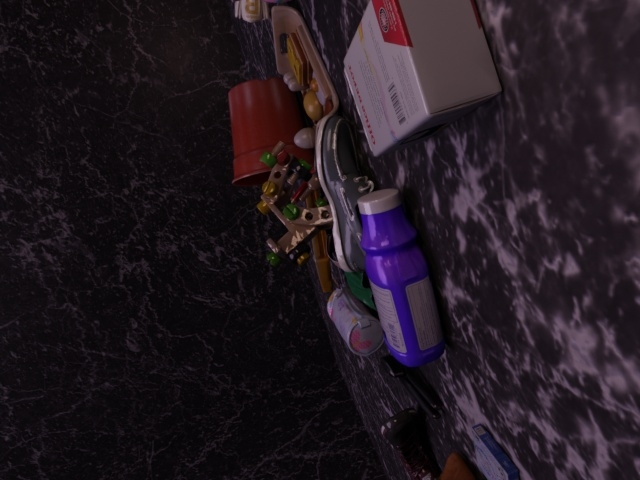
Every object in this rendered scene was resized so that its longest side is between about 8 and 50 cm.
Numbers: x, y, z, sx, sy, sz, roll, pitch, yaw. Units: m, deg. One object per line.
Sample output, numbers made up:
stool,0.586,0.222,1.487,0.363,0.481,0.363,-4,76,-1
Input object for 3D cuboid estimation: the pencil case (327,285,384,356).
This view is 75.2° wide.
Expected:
pencil case,0.101,0.235,1.249,0.273,0.113,0.124,-130,42,-72

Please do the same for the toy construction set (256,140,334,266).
toy construction set,-0.075,-0.068,1.056,0.257,0.237,0.309,39,-176,-6

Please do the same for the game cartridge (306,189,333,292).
game cartridge,0.000,0.000,1.425,0.324,0.052,0.286,76,-175,-65

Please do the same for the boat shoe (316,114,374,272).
boat shoe,0.073,-0.089,0.817,0.098,0.116,0.320,0,107,37

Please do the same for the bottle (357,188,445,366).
bottle,0.126,0.059,0.674,0.118,0.092,0.283,-134,26,-72

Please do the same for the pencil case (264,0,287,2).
pencil case,-0.072,-0.503,0.598,0.284,0.124,0.124,83,166,-68

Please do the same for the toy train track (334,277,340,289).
toy train track,0.077,0.185,1.704,0.048,0.014,0.084,42,156,62

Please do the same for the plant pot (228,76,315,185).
plant pot,-0.153,-0.321,1.246,0.272,0.271,0.266,-177,77,-82

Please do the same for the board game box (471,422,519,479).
board game box,0.268,0.347,0.636,0.090,0.019,0.090,-125,18,-65

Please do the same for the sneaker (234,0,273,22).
sneaker,-0.131,-0.544,0.850,0.292,0.107,0.170,-100,13,-75

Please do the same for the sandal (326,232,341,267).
sandal,0.052,0.011,1.177,0.265,0.076,0.102,86,164,-64

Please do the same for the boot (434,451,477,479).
boot,0.200,0.509,0.681,0.096,0.264,0.280,36,172,-4

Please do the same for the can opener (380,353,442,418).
can opener,0.204,0.318,0.914,0.186,0.073,0.059,-134,33,-53

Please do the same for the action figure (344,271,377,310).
action figure,0.106,0.105,1.067,0.232,0.063,0.137,-146,36,-72

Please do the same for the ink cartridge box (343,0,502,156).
ink cartridge box,0.090,-0.172,0.427,0.175,0.072,0.128,-177,68,-82

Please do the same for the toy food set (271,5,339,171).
toy food set,-0.047,-0.338,0.952,0.220,0.092,0.307,96,154,-74

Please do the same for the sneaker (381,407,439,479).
sneaker,0.248,0.545,1.062,0.163,0.106,0.282,57,175,42
